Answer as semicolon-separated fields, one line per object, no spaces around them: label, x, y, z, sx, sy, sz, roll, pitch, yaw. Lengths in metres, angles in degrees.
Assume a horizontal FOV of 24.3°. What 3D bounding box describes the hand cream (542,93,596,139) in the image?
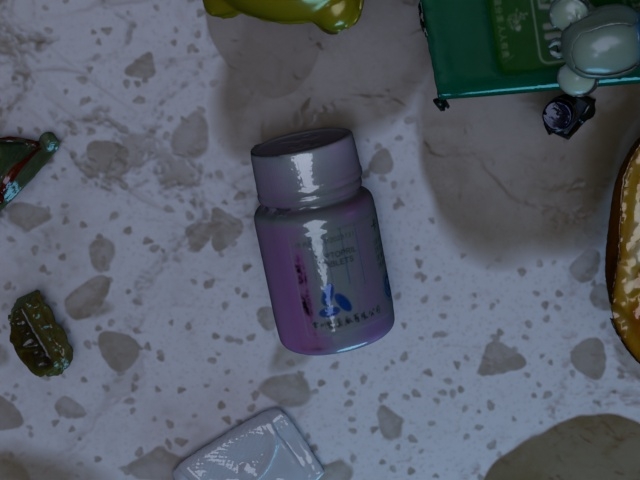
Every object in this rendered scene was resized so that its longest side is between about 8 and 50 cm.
hand cream;0.292;-0.148;1.760;0.039;0.163;0.062;34;103;14

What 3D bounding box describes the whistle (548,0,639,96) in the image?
whistle;0.348;-0.210;1.502;0.235;0.077;0.114;-6;116;14

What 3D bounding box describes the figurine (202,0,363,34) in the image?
figurine;-0.020;-0.404;1.655;0.323;0.231;0.340;14;94;20

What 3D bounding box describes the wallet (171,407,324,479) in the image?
wallet;-0.097;0.307;1.961;0.183;0.032;0.124;-31;104;9

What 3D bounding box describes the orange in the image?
orange;0.458;0.010;1.750;0.274;0.274;0.310;-7;71;4

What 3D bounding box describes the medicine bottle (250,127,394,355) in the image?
medicine bottle;0.000;0.000;1.810;0.152;0.152;0.254;-9;106;4

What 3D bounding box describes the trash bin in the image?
trash bin;0.307;-0.292;1.673;0.381;0.295;0.259;-7;106;15

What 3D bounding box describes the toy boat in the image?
toy boat;-0.407;-0.073;1.848;0.185;0.071;0.089;-43;58;12

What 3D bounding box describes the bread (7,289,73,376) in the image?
bread;-0.362;0.126;1.908;0.066;0.060;0.110;-33;105;-20
